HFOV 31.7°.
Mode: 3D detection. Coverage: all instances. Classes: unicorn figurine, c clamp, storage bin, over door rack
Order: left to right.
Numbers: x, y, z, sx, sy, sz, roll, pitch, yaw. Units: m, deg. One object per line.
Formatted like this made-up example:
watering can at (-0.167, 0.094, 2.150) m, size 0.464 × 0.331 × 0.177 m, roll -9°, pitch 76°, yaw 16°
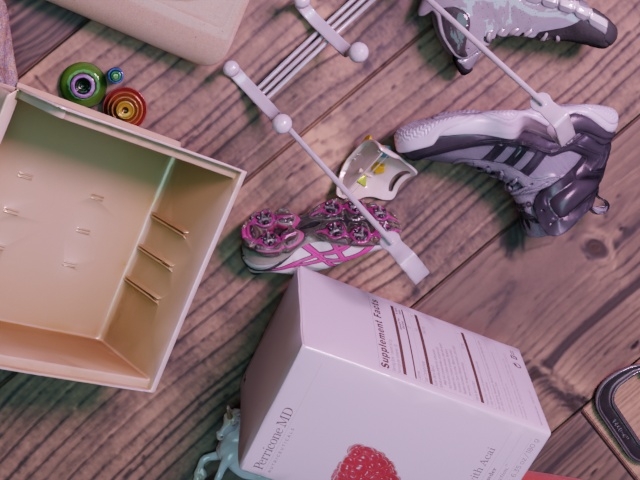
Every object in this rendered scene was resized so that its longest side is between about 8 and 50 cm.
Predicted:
storage bin at (-0.253, -0.002, 1.162) m, size 0.260 × 0.123 × 0.262 m, roll 18°, pitch 98°, yaw -46°
unicorn figurine at (-0.096, 0.265, 1.333) m, size 0.162 × 0.060 × 0.111 m, roll 39°, pitch 91°, yaw -30°
over door rack at (0.077, -0.156, 1.197) m, size 0.239 × 0.108 × 0.324 m, roll -43°, pitch 75°, yaw 3°
c clamp at (0.429, 0.214, 1.437) m, size 0.137 × 0.022 × 0.161 m, roll -41°, pitch 106°, yaw 4°

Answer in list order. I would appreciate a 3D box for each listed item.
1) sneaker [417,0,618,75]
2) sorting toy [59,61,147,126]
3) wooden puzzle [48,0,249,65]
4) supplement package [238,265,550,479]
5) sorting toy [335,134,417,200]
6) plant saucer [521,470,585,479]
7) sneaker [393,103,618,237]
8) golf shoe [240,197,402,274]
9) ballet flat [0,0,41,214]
sneaker at (0.215, -0.239, 1.292) m, size 0.228 × 0.086 × 0.132 m, roll 25°, pitch 99°, yaw -3°
sorting toy at (-0.235, -0.162, 1.235) m, size 0.102 × 0.042 × 0.061 m, roll 27°, pitch 94°, yaw -13°
wooden puzzle at (-0.191, -0.402, 1.188) m, size 0.322 × 0.080 × 0.348 m, roll 22°, pitch 100°, yaw -13°
supplement package at (0.074, 0.186, 1.264) m, size 0.293 × 0.175 × 0.177 m, roll 21°, pitch 114°, yaw -13°
sorting toy at (0.070, -0.078, 1.305) m, size 0.075 × 0.045 × 0.083 m, roll 25°, pitch 126°, yaw -28°
plant saucer at (0.199, 0.412, 1.414) m, size 0.258 × 0.048 × 0.259 m, roll 11°, pitch 98°, yaw -12°
sneaker at (0.220, -0.077, 1.302) m, size 0.268 × 0.101 × 0.153 m, roll -5°, pitch 98°, yaw -12°
golf shoe at (0.000, 0.000, 1.298) m, size 0.186 × 0.067 × 0.086 m, roll -4°, pitch 144°, yaw -6°
ballet flat at (-0.361, -0.121, 1.182) m, size 0.107 × 0.106 × 0.316 m, roll -11°, pitch 100°, yaw 14°
